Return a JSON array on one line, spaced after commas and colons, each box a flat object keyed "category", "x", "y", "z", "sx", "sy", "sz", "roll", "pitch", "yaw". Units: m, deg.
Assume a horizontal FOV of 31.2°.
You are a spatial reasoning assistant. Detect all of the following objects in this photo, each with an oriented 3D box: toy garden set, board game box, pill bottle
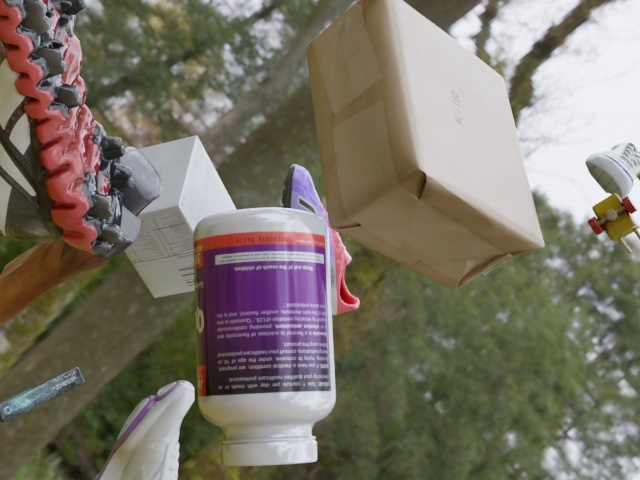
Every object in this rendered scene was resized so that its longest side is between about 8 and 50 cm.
[{"category": "toy garden set", "x": 0.528, "y": -0.020, "z": 1.668, "sx": 0.244, "sy": 0.203, "sz": 0.049, "roll": 47, "pitch": 22, "yaw": -20}, {"category": "board game box", "x": -0.416, "y": 0.225, "z": 1.599, "sx": 0.186, "sy": 0.126, "sz": 0.026, "roll": -25, "pitch": -89, "yaw": 57}, {"category": "pill bottle", "x": -0.073, "y": 0.127, "z": 1.496, "sx": 0.181, "sy": 0.181, "sz": 0.323, "roll": 126, "pitch": -37, "yaw": -79}]

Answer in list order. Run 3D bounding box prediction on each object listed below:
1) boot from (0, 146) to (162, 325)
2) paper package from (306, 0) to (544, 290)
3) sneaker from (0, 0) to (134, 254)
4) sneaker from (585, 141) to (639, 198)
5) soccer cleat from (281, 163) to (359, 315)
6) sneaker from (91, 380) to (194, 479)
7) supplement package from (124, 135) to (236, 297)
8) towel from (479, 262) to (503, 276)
[{"category": "boot", "x": -0.386, "y": -0.007, "z": 1.813, "sx": 0.096, "sy": 0.280, "sz": 0.264, "roll": 43, "pitch": 29, "yaw": -30}, {"category": "paper package", "x": 0.149, "y": -0.137, "z": 1.639, "sx": 0.309, "sy": 0.168, "sz": 0.325, "roll": 25, "pitch": 46, "yaw": -41}, {"category": "sneaker", "x": -0.217, "y": -0.098, "z": 0.772, "sx": 0.098, "sy": 0.135, "sz": 0.276, "roll": -87, "pitch": 174, "yaw": -45}, {"category": "sneaker", "x": 0.527, "y": -0.135, "z": 2.029, "sx": 0.094, "sy": 0.091, "sz": 0.258, "roll": 49, "pitch": 10, "yaw": 1}, {"category": "soccer cleat", "x": 0.000, "y": 0.000, "z": 2.193, "sx": 0.109, "sy": 0.116, "sz": 0.318, "roll": -62, "pitch": 147, "yaw": -60}, {"category": "sneaker", "x": -0.253, "y": 0.350, "z": 1.732, "sx": 0.152, "sy": 0.305, "sz": 0.114, "roll": 30, "pitch": 11, "yaw": -6}, {"category": "supplement package", "x": -0.264, "y": -0.041, "z": 2.087, "sx": 0.194, "sy": 0.149, "sz": 0.203, "roll": -82, "pitch": 154, "yaw": -46}, {"category": "towel", "x": 0.288, "y": -0.017, "z": 1.885, "sx": 0.152, "sy": 0.023, "sz": 0.113, "roll": -40, "pitch": -114, "yaw": 51}]
